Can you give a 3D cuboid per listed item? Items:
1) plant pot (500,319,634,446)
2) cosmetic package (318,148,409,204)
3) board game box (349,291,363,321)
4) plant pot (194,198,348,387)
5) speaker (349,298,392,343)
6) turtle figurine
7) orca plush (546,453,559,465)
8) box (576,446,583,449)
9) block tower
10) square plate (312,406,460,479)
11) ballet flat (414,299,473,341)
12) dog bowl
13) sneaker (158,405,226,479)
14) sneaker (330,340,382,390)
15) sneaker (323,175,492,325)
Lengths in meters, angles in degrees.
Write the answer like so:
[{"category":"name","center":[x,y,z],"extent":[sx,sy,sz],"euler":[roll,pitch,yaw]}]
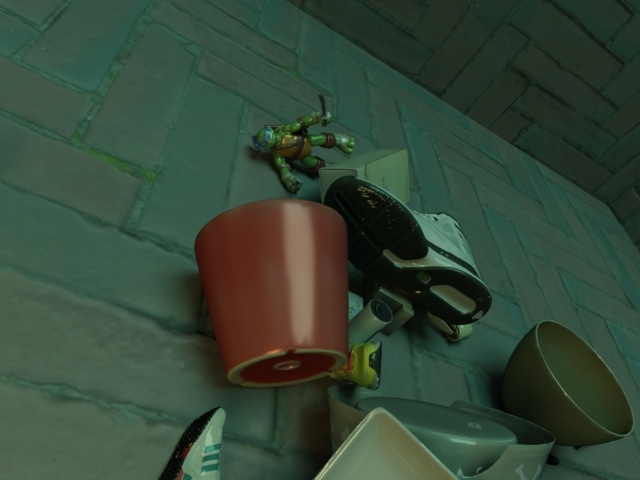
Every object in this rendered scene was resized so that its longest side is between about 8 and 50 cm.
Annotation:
[{"category":"plant pot","center":[0.536,0.355,1.185],"extent":[0.284,0.191,0.284],"euler":[25,36,-20]},{"category":"cosmetic package","center":[0.126,-0.142,1.359],"extent":[0.309,0.113,0.160],"euler":[-32,120,-54]},{"category":"board game box","center":[0.022,0.138,1.091],"extent":[0.154,0.026,0.104],"euler":[26,37,-20]},{"category":"plant pot","center":[-0.069,0.101,0.863],"extent":[0.274,0.275,0.243],"euler":[12,54,-34]},{"category":"speaker","center":[0.080,0.174,1.009],"extent":[0.055,0.136,0.055],"euler":[25,37,-21]},{"category":"turtle figurine","center":[-0.013,-0.221,1.312],"extent":[0.266,0.274,0.198],"euler":[4,83,-46]},{"category":"orca plush","center":[0.406,0.440,1.051],"extent":[0.287,0.102,0.151],"euler":[18,40,-29]},{"category":"box","center":[0.635,0.413,1.330],"extent":[0.087,0.058,0.232],"euler":[5,48,-39]},{"category":"block tower","center":[0.168,0.068,1.248],"extent":[0.097,0.091,0.336],"euler":[30,36,-12]},{"category":"square plate","center":[0.083,0.438,0.617],"extent":[0.347,0.344,0.049],"euler":[42,-3,2]},{"category":"ballet flat","center":[0.283,0.148,1.285],"extent":[0.086,0.086,0.248],"euler":[-17,64,-50]},{"category":"dog bowl","center":[0.174,0.315,0.804],"extent":[0.348,0.348,0.102],"euler":[13,83,-33]},{"category":"sneaker","center":[-0.165,0.312,0.714],"extent":[0.075,0.057,0.161],"euler":[50,31,-15]},{"category":"sneaker","center":[0.048,0.218,0.908],"extent":[0.094,0.208,0.082],"euler":[10,72,-10]},{"category":"sneaker","center":[0.191,-0.013,1.174],"extent":[0.447,0.169,0.258],"euler":[39,26,-16]}]
